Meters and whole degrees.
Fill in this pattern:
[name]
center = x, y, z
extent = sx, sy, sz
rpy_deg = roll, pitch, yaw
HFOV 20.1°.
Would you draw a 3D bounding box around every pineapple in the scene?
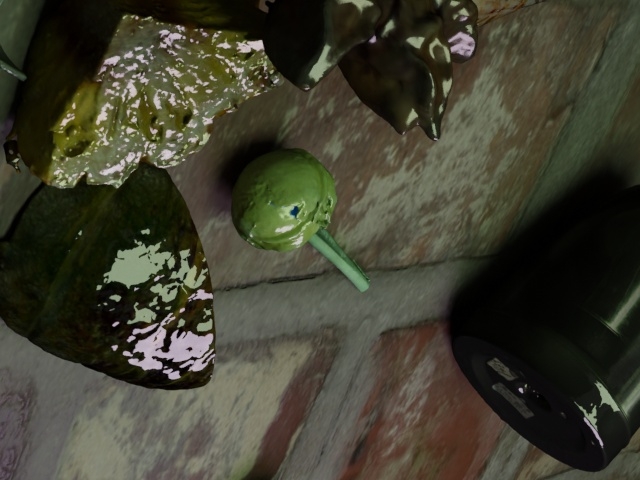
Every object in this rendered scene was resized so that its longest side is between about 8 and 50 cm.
[pineapple]
center = -0.136, -0.132, 1.365
extent = 0.236, 0.114, 0.186
rpy_deg = -36, 146, -18

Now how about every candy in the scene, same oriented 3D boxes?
[candy]
center = 0.000, 0.000, 1.719
extent = 0.335, 0.092, 0.093
rpy_deg = 49, 44, -65

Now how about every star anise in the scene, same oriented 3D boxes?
[star anise]
center = 0.024, -0.233, 1.379
extent = 0.315, 0.108, 0.315
rpy_deg = 13, 70, -40

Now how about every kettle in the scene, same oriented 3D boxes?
[kettle]
center = 0.332, 0.084, 2.114
extent = 0.324, 0.228, 0.321
rpy_deg = -47, 174, -16

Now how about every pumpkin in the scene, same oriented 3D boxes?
[pumpkin]
center = -0.179, 0.067, 1.514
extent = 0.163, 0.111, 0.278
rpy_deg = -27, 142, -27

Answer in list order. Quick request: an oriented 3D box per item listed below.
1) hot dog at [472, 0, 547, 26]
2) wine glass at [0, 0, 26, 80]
[hot dog]
center = 0.151, -0.258, 1.652
extent = 0.252, 0.069, 0.131
rpy_deg = -14, 123, -49
[wine glass]
center = -0.180, -0.231, 1.219
extent = 0.231, 0.103, 0.103
rpy_deg = -57, 148, 0
